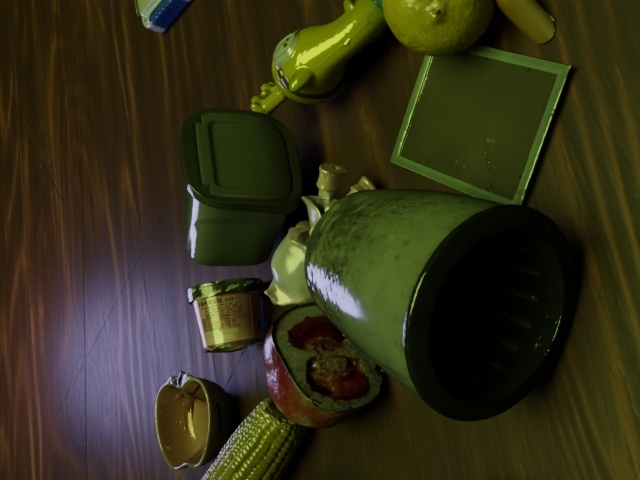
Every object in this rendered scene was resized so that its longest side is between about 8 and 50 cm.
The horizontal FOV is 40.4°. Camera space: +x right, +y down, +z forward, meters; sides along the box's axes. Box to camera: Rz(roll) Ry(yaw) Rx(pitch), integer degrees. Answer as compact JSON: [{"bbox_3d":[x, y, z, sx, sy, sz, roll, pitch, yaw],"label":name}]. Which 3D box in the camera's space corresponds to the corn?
[{"bbox_3d":[-0.141,0.434,1.638,0.344,0.131,0.131,-59,45,24],"label":"corn"}]

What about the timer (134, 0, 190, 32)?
[{"bbox_3d":[-0.398,-0.661,2.155,0.178,0.078,0.253,-37,57,39],"label":"timer"}]

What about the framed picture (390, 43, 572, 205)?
[{"bbox_3d":[0.244,-0.191,1.374,0.293,0.018,0.231,30,106,48],"label":"framed picture"}]

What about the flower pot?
[{"bbox_3d":[0.146,0.066,1.253,0.330,0.294,0.293,21,100,55],"label":"flower pot"}]

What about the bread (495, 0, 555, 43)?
[{"bbox_3d":[0.308,-0.344,1.309,0.049,0.103,0.062,-42,10,24],"label":"bread"}]

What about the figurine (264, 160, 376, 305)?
[{"bbox_3d":[-0.001,0.001,1.539,0.200,0.133,0.275,43,115,48],"label":"figurine"}]

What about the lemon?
[{"bbox_3d":[0.184,-0.380,1.355,0.178,0.178,0.203,-49,16,33],"label":"lemon"}]

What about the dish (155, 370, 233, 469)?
[{"bbox_3d":[-0.250,0.369,1.804,0.213,0.090,0.213,-6,82,49],"label":"dish"}]

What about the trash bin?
[{"bbox_3d":[-0.162,-0.084,1.636,0.250,0.219,0.219,111,155,-53],"label":"trash bin"}]

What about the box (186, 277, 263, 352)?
[{"bbox_3d":[-0.180,0.151,1.719,0.151,0.151,0.135,-19,78,46],"label":"box"}]

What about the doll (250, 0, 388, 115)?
[{"bbox_3d":[0.014,-0.336,1.562,0.363,0.145,0.199,-33,21,39],"label":"doll"}]

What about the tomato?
[{"bbox_3d":[-0.010,0.232,1.507,0.155,0.181,0.214,-60,42,45],"label":"tomato"}]
